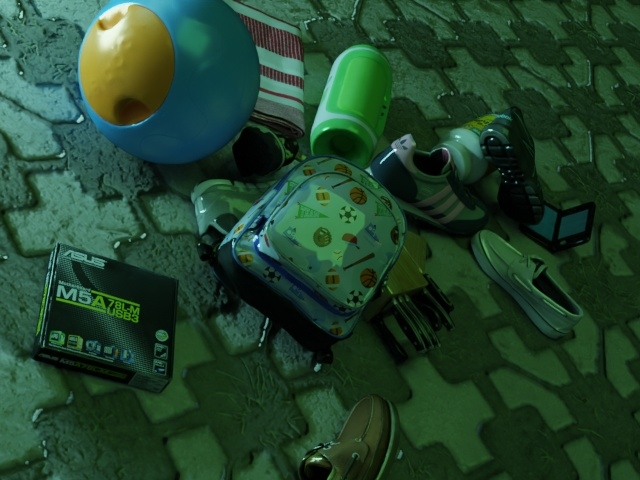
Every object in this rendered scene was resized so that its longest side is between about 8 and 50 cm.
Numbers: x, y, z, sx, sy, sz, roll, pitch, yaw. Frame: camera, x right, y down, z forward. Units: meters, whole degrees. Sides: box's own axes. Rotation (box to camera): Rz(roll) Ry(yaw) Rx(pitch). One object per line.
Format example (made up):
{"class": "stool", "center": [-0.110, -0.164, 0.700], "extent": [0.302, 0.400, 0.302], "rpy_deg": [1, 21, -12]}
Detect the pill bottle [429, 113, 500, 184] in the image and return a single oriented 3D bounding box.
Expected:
{"class": "pill bottle", "center": [0.308, -0.181, 2.125], "extent": [0.117, 0.117, 0.208], "rpy_deg": [50, 42, 12]}

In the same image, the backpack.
{"class": "backpack", "center": [0.000, 0.000, 1.598], "extent": [0.276, 0.213, 0.263], "rpy_deg": [41, 56, -13]}

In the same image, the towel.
{"class": "towel", "center": [-0.134, -0.353, 2.017], "extent": [0.237, 0.037, 0.329], "rpy_deg": [20, 43, -22]}

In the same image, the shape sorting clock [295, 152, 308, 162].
{"class": "shape sorting clock", "center": [0.035, -0.103, 1.833], "extent": [0.206, 0.040, 0.206], "rpy_deg": [27, 3, -2]}

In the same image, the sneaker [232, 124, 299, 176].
{"class": "sneaker", "center": [-0.081, -0.158, 1.738], "extent": [0.097, 0.235, 0.084], "rpy_deg": [-18, 98, -15]}

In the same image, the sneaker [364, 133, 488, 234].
{"class": "sneaker", "center": [0.231, -0.104, 1.963], "extent": [0.319, 0.131, 0.112], "rpy_deg": [16, 36, -40]}

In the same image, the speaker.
{"class": "speaker", "center": [0.063, -0.257, 2.006], "extent": [0.131, 0.131, 0.296], "rpy_deg": [29, 41, -12]}

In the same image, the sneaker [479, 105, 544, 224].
{"class": "sneaker", "center": [0.401, -0.145, 2.072], "extent": [0.106, 0.101, 0.267], "rpy_deg": [-55, 136, -34]}

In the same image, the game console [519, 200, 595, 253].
{"class": "game console", "center": [0.497, -0.050, 2.176], "extent": [0.085, 0.124, 0.144], "rpy_deg": [55, 35, -23]}

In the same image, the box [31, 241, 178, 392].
{"class": "box", "center": [-0.297, 0.108, 1.463], "extent": [0.191, 0.045, 0.184], "rpy_deg": [20, 46, -22]}

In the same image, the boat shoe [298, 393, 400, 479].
{"class": "boat shoe", "center": [0.029, 0.322, 1.456], "extent": [0.104, 0.110, 0.307], "rpy_deg": [32, 40, -10]}

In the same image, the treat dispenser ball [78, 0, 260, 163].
{"class": "treat dispenser ball", "center": [-0.239, -0.266, 1.661], "extent": [0.288, 0.288, 0.288], "rpy_deg": [20, 44, -21]}

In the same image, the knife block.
{"class": "knife block", "center": [0.096, 0.075, 1.751], "extent": [0.276, 0.088, 0.242], "rpy_deg": [27, 41, -14]}

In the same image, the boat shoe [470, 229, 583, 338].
{"class": "boat shoe", "center": [0.399, 0.066, 1.990], "extent": [0.258, 0.084, 0.095], "rpy_deg": [47, 41, 8]}

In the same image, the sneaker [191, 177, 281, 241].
{"class": "sneaker", "center": [-0.095, -0.030, 1.705], "extent": [0.229, 0.086, 0.132], "rpy_deg": [-2, 61, -12]}
